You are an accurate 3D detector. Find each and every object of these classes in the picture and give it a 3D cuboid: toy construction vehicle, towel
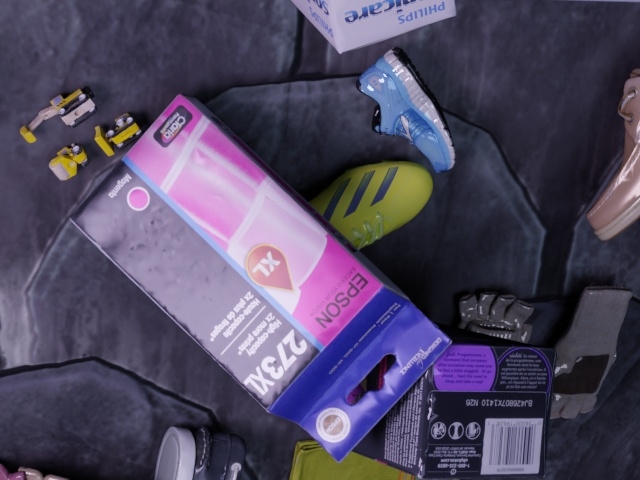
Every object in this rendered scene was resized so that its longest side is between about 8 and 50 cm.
[{"bbox_3d":[-0.240,-0.112,1.567,0.098,0.035,0.086,-35,138,2],"label":"toy construction vehicle"},{"bbox_3d":[0.074,0.285,1.954,0.237,0.021,0.102,-2,119,-23],"label":"towel"}]

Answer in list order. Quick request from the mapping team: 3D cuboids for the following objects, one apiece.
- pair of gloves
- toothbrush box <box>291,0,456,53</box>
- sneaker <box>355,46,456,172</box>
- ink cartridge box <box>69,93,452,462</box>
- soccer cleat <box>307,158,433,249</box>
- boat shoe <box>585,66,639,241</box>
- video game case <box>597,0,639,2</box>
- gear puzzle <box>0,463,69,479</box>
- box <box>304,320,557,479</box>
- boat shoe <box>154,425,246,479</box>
[{"bbox_3d":[0.263,0.142,1.942,0.240,0.042,0.204,-6,125,-19],"label":"pair of gloves"},{"bbox_3d":[0.013,-0.353,1.418,0.126,0.216,0.296,-20,126,-12],"label":"toothbrush box"},{"bbox_3d":[0.092,-0.134,1.695,0.073,0.063,0.162,-28,122,13],"label":"sneaker"},{"bbox_3d":[-0.061,0.039,1.576,0.371,0.069,0.176,43,98,5],"label":"ink cartridge box"},{"bbox_3d":[0.000,0.001,1.685,0.289,0.121,0.093,-21,125,-12],"label":"soccer cleat"},{"bbox_3d":[0.396,-0.156,1.790,0.110,0.121,0.341,34,102,2],"label":"boat shoe"},{"bbox_3d":[0.304,-0.373,1.634,0.269,0.061,0.244,-2,121,-24],"label":"video game case"},{"bbox_3d":[-0.239,0.358,1.744,0.338,0.044,0.175,14,116,2],"label":"gear puzzle"},{"bbox_3d":[0.115,0.169,1.728,0.165,0.270,0.143,4,92,-26],"label":"box"},{"bbox_3d":[-0.157,0.358,1.836,0.091,0.114,0.303,6,117,-21],"label":"boat shoe"}]
